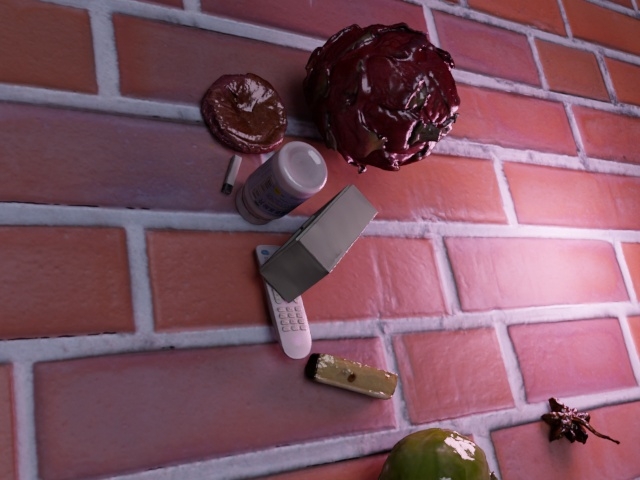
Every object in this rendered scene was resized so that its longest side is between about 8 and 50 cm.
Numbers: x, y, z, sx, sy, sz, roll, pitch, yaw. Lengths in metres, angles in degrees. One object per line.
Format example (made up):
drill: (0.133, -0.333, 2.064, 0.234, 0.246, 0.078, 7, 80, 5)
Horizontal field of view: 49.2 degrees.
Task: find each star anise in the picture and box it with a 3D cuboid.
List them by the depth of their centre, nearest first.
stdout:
star anise: (0.598, 0.429, 1.607, 0.191, 0.070, 0.097, 24, 47, -10)

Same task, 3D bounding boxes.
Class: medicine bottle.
medicine bottle: (-0.077, -0.101, 1.295, 0.103, 0.187, 0.102, 15, 62, -30)

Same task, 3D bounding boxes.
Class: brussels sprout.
brussels sprout: (0.211, 0.452, 1.254, 0.244, 0.244, 0.244, 14, 63, -30)

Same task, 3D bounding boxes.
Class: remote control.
remote control: (-0.072, 0.115, 1.301, 0.073, 0.044, 0.229, 0, 62, -38)

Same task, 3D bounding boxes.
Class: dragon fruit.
dragon fruit: (0.124, -0.298, 1.452, 0.329, 0.329, 0.329, 14, 63, -30)

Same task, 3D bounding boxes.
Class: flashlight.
flashlight: (-0.171, -0.127, 1.349, 0.018, 0.018, 0.083, 27, 57, -24)

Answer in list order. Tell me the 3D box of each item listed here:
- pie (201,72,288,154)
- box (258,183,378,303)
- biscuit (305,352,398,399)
pie: (-0.148, -0.254, 1.401, 0.182, 0.049, 0.182, 11, 67, -26)
box: (0.000, 0.000, 1.315, 0.086, 0.129, 0.225, 47, 41, -4)
biscuit: (0.061, 0.259, 1.324, 0.188, 0.052, 0.056, 19, 73, -26)
